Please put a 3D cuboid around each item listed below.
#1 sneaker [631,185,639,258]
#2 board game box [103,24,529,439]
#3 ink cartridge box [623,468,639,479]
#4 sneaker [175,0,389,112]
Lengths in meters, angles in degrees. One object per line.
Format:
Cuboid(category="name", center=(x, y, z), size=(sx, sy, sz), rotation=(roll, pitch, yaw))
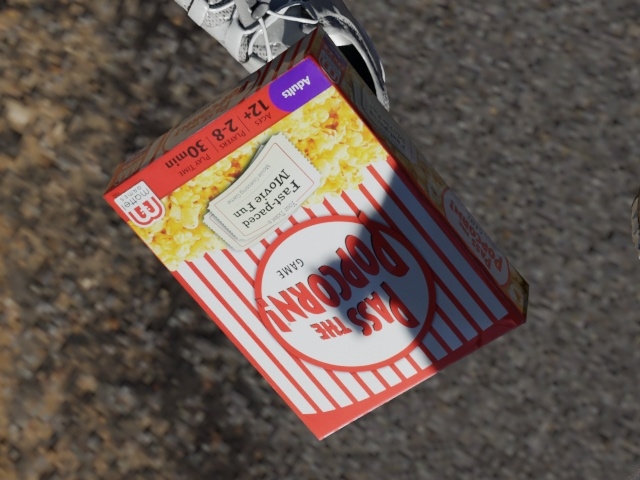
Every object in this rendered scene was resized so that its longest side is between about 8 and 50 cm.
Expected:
Cuboid(category="sneaker", center=(0.268, 0.004, 1.236), size=(0.078, 0.234, 0.106), rotation=(10, 123, -12))
Cuboid(category="board game box", center=(0.000, 0.000, 1.033), size=(0.147, 0.045, 0.193), rotation=(-33, 109, 24))
Cuboid(category="ink cartridge box", center=(0.261, 0.177, 0.830), size=(0.296, 0.261, 0.066), rotation=(-36, 147, 1))
Cuboid(category="sneaker", center=(-0.036, -0.175, 1.332), size=(0.105, 0.115, 0.281), rotation=(-46, 122, 7))
